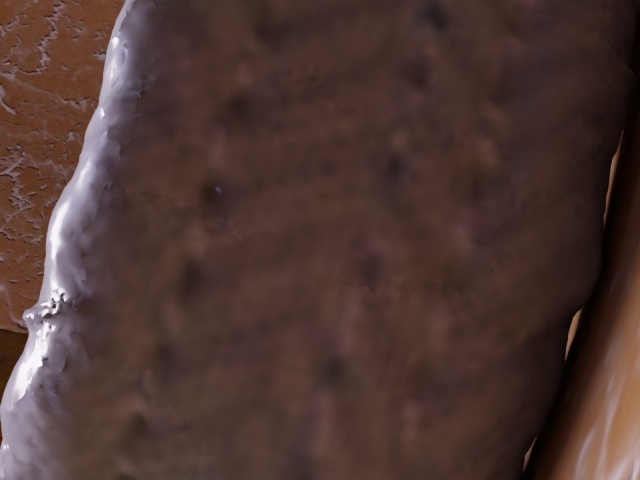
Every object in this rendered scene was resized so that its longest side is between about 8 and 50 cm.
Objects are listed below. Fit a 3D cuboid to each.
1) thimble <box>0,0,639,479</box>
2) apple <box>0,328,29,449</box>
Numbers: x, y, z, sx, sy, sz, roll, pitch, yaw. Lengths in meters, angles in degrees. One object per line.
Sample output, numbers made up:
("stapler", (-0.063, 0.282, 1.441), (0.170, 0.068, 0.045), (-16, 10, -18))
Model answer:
("thimble", (0.000, 0.000, 0.563), (0.217, 0.157, 0.245), (125, 162, -77))
("apple", (-0.136, 0.188, 0.710), (0.301, 0.301, 0.302), (-162, 90, -89))
